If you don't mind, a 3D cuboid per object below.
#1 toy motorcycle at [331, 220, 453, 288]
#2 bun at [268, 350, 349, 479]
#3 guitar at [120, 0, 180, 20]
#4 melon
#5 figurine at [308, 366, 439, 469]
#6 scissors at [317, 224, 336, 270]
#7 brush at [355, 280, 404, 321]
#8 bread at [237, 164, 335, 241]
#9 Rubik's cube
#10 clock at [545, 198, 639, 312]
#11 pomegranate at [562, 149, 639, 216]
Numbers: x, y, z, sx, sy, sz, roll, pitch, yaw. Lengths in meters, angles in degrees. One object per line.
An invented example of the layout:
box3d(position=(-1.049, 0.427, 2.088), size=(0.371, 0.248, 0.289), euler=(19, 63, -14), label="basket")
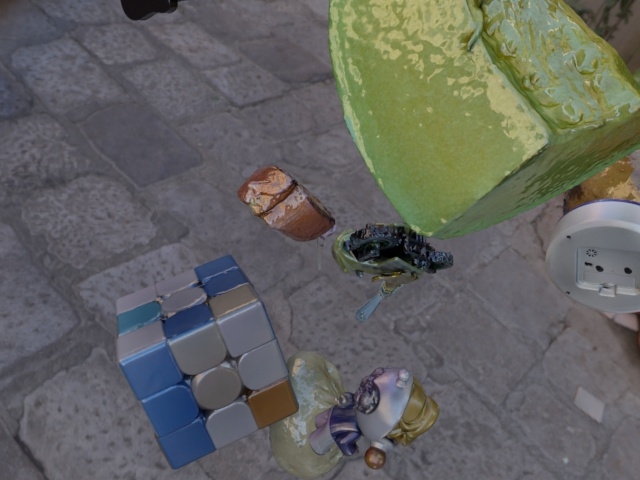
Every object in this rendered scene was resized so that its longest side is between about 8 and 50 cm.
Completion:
box3d(position=(0.196, 0.040, 1.530), size=(0.410, 0.237, 0.168), euler=(19, 68, -44), label="toy motorcycle")
box3d(position=(-0.021, 0.508, 1.575), size=(0.234, 0.326, 0.362), euler=(-2, 79, 16), label="bun")
box3d(position=(-0.278, -0.493, 1.082), size=(0.271, 0.084, 0.038), euler=(2, 26, 15), label="guitar")
box3d(position=(0.165, -0.212, 0.561), size=(0.331, 0.226, 0.343), euler=(-25, 72, -4), label="melon")
box3d(position=(0.089, 0.318, 1.011), size=(0.133, 0.274, 0.194), euler=(48, 58, -13), label="figurine")
box3d(position=(0.000, 0.000, 1.368), size=(0.100, 0.015, 0.189), euler=(23, 47, -26), label="scissors")
box3d(position=(0.236, 0.180, 1.955), size=(0.068, 0.060, 0.297), euler=(42, 76, 16), label="brush")
box3d(position=(-0.087, -0.090, 1.242), size=(0.190, 0.123, 0.244), euler=(44, 3, 24), label="bread")
box3d(position=(-0.297, 0.290, 1.383), size=(0.347, 0.344, 0.346), euler=(-24, 26, -14), label="Rubik's cube")
box3d(position=(0.557, 0.035, 1.035), size=(0.230, 0.230, 0.083), euler=(31, 51, 8), label="clock")
box3d(position=(0.678, -0.072, 1.154), size=(0.322, 0.322, 0.322), euler=(13, 44, -12), label="pomegranate")
